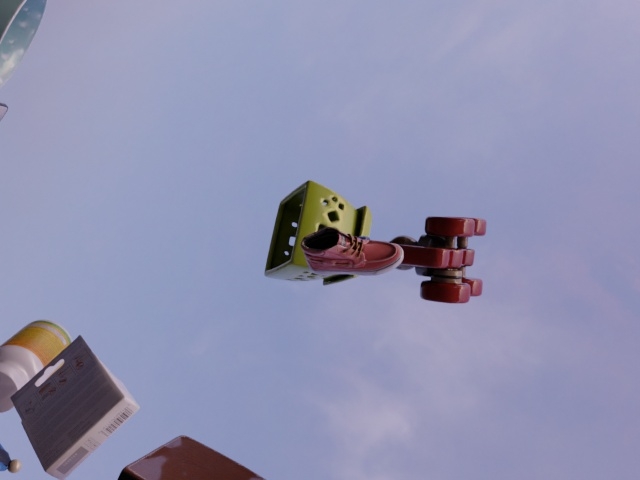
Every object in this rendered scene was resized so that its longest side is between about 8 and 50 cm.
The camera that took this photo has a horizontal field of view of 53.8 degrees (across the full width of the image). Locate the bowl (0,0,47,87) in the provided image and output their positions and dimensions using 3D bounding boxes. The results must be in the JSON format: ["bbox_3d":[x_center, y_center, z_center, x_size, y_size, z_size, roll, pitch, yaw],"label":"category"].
[{"bbox_3d":[-0.832,-0.539,1.575,0.311,0.163,0.311,-52,-159,29],"label":"bowl"}]

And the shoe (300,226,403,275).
[{"bbox_3d":[0.055,0.018,1.122,0.178,0.081,0.063,-5,-124,13],"label":"shoe"}]

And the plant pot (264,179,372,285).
[{"bbox_3d":[0.000,0.000,1.642,0.228,0.207,0.227,-24,-127,64],"label":"plant pot"}]

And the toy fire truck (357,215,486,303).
[{"bbox_3d":[0.206,0.030,1.337,0.254,0.302,0.169,4,-88,25],"label":"toy fire truck"}]

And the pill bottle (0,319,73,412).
[{"bbox_3d":[-0.670,0.283,1.423,0.136,0.136,0.245,-36,-170,10],"label":"pill bottle"}]

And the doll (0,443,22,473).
[{"bbox_3d":[-0.893,0.576,1.706,0.046,0.189,0.129,-51,-152,-1],"label":"doll"}]

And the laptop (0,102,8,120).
[{"bbox_3d":[-0.771,-0.073,1.261,0.407,0.236,0.382,-53,176,7],"label":"laptop"}]

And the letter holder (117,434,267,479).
[{"bbox_3d":[-0.183,0.486,1.070,0.302,0.214,0.151,25,-82,14],"label":"letter holder"}]

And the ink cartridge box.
[{"bbox_3d":[-0.467,0.307,1.189,0.181,0.056,0.225,-44,-136,-14],"label":"ink cartridge box"}]
